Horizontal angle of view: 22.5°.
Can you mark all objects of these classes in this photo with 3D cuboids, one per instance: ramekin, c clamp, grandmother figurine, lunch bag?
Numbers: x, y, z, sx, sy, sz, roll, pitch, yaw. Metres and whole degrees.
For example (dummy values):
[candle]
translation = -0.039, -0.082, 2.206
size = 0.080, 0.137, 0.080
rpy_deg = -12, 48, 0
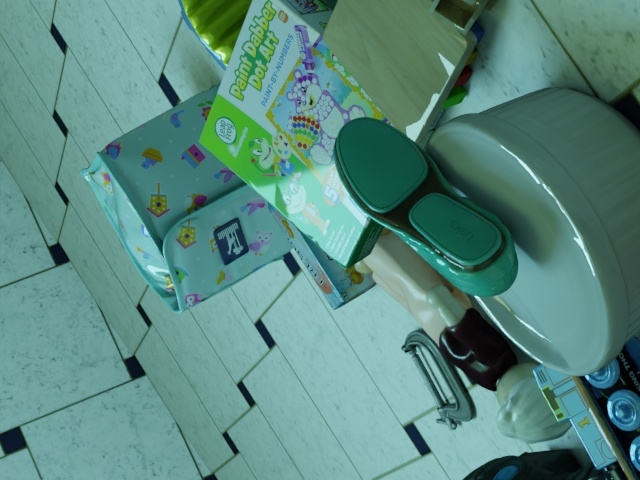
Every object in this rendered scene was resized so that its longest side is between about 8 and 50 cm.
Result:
[ramekin]
translation = 0.224, -0.018, 1.494
size = 0.273, 0.127, 0.273
rpy_deg = 48, 157, 28
[c clamp]
translation = 0.150, 0.188, 2.132
size = 0.160, 0.022, 0.137
rpy_deg = 64, 160, -13
[grandmother figurine]
translation = 0.166, 0.103, 1.875
size = 0.342, 0.104, 0.208
rpy_deg = 46, -176, 26
[lunch bag]
translation = -0.178, -0.052, 2.284
size = 0.262, 0.223, 0.160
rpy_deg = 58, 155, 2

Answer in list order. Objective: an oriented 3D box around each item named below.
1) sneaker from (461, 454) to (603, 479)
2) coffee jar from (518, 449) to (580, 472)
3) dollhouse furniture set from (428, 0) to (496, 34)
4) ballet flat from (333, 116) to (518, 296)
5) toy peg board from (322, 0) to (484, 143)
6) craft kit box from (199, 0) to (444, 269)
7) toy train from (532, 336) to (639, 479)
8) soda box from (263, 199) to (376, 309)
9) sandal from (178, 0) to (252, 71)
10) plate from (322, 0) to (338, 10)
[sneaker]
translation = 0.266, 0.320, 1.779
size = 0.341, 0.125, 0.139
rpy_deg = -12, 119, 48
[coffee jar]
translation = 0.291, 0.336, 1.912
size = 0.184, 0.079, 0.096
rpy_deg = 62, 153, -6
[dollhouse furniture set]
translation = 0.119, -0.300, 1.452
size = 0.161, 0.101, 0.182
rpy_deg = 33, 158, 0
[ballet flat]
translation = 0.097, -0.023, 1.496
size = 0.247, 0.083, 0.087
rpy_deg = 44, 170, 41
[toy peg board]
translation = 0.099, -0.213, 1.627
size = 0.161, 0.079, 0.160
rpy_deg = 52, 144, 20
[craft kit box]
translation = -0.004, -0.133, 1.813
size = 0.246, 0.061, 0.250
rpy_deg = 43, 134, 19
[toy train]
translation = 0.299, 0.177, 1.621
size = 0.105, 0.080, 0.184
rpy_deg = -37, 76, 42
[soda box]
translation = 0.000, 0.000, 2.166
size = 0.183, 0.063, 0.058
rpy_deg = 57, 161, 5
[sandal]
translation = -0.092, -0.239, 1.970
size = 0.317, 0.126, 0.138
rpy_deg = 63, 164, -6
[plate]
translation = 0.000, -0.304, 1.786
size = 0.188, 0.024, 0.188
rpy_deg = 49, 159, 26
